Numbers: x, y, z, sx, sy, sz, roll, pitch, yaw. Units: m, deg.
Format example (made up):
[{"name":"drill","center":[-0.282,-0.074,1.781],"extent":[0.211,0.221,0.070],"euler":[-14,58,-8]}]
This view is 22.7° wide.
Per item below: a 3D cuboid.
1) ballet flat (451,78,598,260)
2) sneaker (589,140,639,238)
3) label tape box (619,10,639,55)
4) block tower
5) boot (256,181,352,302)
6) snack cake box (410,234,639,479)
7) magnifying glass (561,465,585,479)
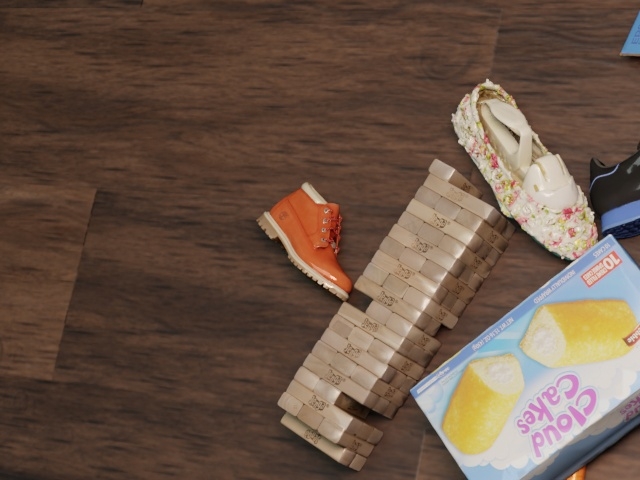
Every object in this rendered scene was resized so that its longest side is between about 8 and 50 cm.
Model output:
[{"name":"ballet flat","center":[0.221,-0.081,1.723],"extent":[0.091,0.077,0.241],"euler":[-21,56,-26]},{"name":"sneaker","center":[0.389,-0.078,1.649],"extent":[0.232,0.081,0.090],"euler":[-18,70,20]},{"name":"label tape box","center":[0.490,-0.268,1.630],"extent":[0.334,0.106,0.240],"euler":[15,77,63]},{"name":"block tower","center":[0.085,0.083,1.735],"extent":[0.097,0.091,0.335],"euler":[31,88,30]},{"name":"boot","center":[0.000,0.000,1.826],"extent":[0.085,0.059,0.158],"euler":[-41,59,2]},{"name":"snack cake box","center":[0.244,0.140,1.612],"extent":[0.264,0.089,0.152],"euler":[-39,59,8]},{"name":"magnifying glass","center":[0.271,0.152,1.658],"extent":[0.092,0.026,0.230],"euler":[2,74,26]}]
